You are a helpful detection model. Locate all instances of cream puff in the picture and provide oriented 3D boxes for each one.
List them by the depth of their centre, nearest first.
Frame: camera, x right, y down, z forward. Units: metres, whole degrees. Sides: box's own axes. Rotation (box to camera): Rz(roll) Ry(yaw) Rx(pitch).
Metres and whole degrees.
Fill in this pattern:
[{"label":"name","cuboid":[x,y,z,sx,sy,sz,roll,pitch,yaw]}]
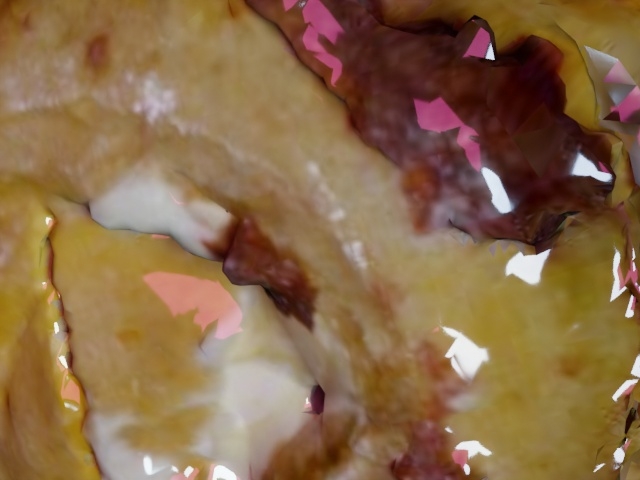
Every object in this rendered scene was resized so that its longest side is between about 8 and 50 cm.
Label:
[{"label":"cream puff","cuboid":[0.004,0.000,0.536,0.350,0.228,0.351,11,114,26]}]
